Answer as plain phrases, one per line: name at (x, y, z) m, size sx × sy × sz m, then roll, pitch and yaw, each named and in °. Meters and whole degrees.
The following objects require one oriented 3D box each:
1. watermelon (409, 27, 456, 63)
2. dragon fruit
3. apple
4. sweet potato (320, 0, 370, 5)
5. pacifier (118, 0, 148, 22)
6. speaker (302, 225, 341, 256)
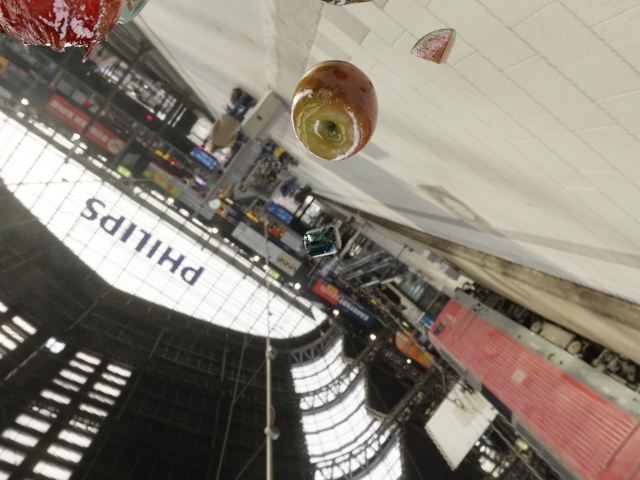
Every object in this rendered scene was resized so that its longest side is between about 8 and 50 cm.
watermelon at (0.339, -0.553, 1.353) m, size 0.125 × 0.094 × 0.135 m, roll 12°, pitch 156°, yaw -17°
dragon fruit at (-0.398, -0.407, 0.678) m, size 0.241 × 0.252 × 0.241 m, roll 23°, pitch -174°, yaw -3°
apple at (0.034, -0.309, 1.112) m, size 0.211 × 0.173 × 0.235 m, roll 23°, pitch 140°, yaw -10°
sweet potato at (0.109, -0.846, 1.531) m, size 0.158 × 0.370 × 0.157 m, roll 158°, pitch 90°, yaw -80°
pacifier at (-0.683, -0.856, 1.499) m, size 0.269 × 0.343 × 0.288 m, roll 43°, pitch -166°, yaw 4°
speaker at (-0.001, -0.005, 1.004) m, size 0.094 × 0.076 × 0.060 m, roll 57°, pitch -155°, yaw -57°
